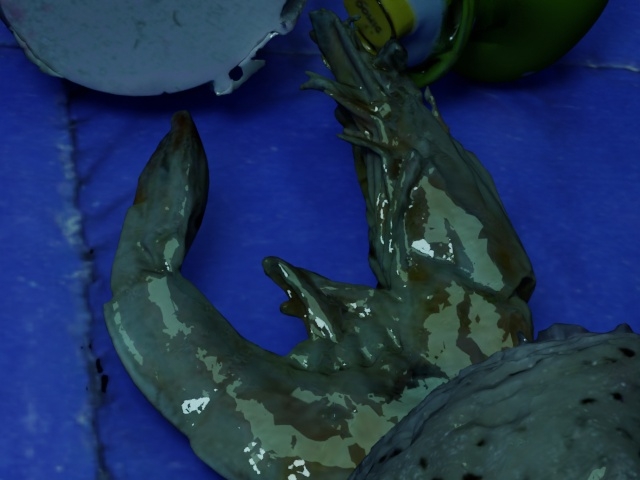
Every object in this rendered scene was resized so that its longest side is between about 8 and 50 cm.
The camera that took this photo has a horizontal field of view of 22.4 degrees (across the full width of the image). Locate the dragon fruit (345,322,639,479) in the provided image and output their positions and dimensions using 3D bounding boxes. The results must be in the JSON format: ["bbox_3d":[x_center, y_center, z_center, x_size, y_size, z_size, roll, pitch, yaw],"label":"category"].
[{"bbox_3d":[0.105,0.183,0.664,0.283,0.221,0.204,31,38,18],"label":"dragon fruit"}]

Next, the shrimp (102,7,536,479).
[{"bbox_3d":[0.000,0.000,0.922,0.247,0.085,0.360,3,55,-12],"label":"shrimp"}]

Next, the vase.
[{"bbox_3d":[-0.125,-0.291,1.149,0.250,0.250,0.445,4,37,-9],"label":"vase"}]

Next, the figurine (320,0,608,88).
[{"bbox_3d":[0.107,-0.176,1.116,0.143,0.162,0.263,39,45,20],"label":"figurine"}]
